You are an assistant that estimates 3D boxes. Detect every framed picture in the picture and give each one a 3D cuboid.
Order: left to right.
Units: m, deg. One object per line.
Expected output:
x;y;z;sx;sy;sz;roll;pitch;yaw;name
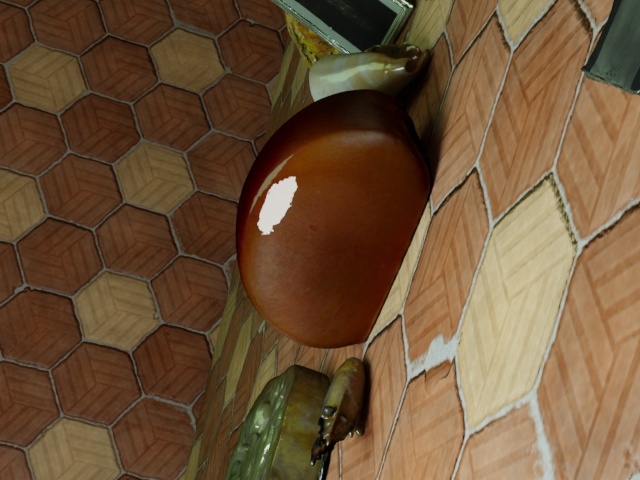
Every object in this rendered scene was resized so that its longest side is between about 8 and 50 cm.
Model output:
0.024;-0.467;2.069;0.018;0.293;0.231;-50;-4;-32;framed picture

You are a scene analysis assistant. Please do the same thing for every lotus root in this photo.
-0.076;0.381;1.779;0.390;0.111;0.375;-101;34;-71;lotus root

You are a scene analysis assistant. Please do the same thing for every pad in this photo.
0.309;-0.244;0.953;0.174;0.022;0.233;-112;41;-75;pad

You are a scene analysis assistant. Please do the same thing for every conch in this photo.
0.084;-0.261;1.824;0.255;0.158;0.127;12;116;56;conch

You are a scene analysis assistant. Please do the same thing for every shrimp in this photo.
0.031;0.261;1.512;0.262;0.066;0.117;-64;-18;-60;shrimp

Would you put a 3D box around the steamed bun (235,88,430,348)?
-0.001;-0.041;1.623;0.235;0.248;0.379;-93;21;-63;steamed bun

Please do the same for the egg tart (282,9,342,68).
0.028;-0.472;2.346;0.297;0.132;0.297;42;149;34;egg tart

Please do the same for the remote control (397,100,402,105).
0.102;-0.185;1.896;0.166;0.029;0.065;129;162;-64;remote control
